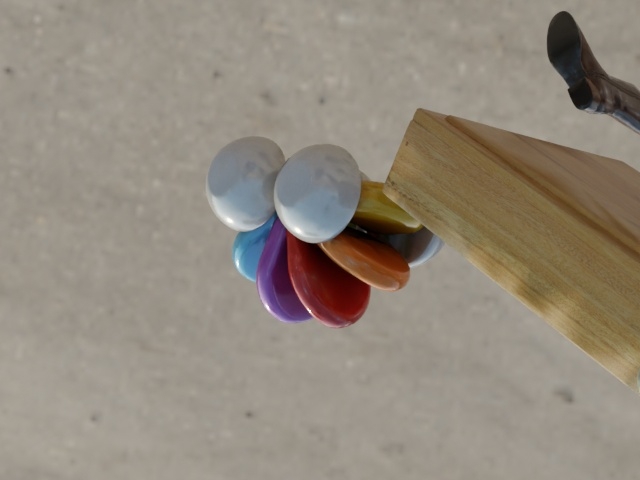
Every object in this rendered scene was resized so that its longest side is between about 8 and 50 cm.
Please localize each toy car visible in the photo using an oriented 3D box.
[{"bbox_3d":[0.000,0.000,1.422,0.159,0.136,0.182,16,175,-44],"label":"toy car"}]

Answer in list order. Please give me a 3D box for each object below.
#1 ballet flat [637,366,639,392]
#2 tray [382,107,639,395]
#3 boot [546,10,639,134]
[{"bbox_3d":[0.188,0.053,0.823,0.052,0.057,0.168,-25,165,29],"label":"ballet flat"},{"bbox_3d":[0.232,0.037,1.168,0.202,0.076,0.411,11,-161,-35],"label":"tray"},{"bbox_3d":[0.260,-0.152,1.684,0.037,0.106,0.114,-28,155,36],"label":"boot"}]
